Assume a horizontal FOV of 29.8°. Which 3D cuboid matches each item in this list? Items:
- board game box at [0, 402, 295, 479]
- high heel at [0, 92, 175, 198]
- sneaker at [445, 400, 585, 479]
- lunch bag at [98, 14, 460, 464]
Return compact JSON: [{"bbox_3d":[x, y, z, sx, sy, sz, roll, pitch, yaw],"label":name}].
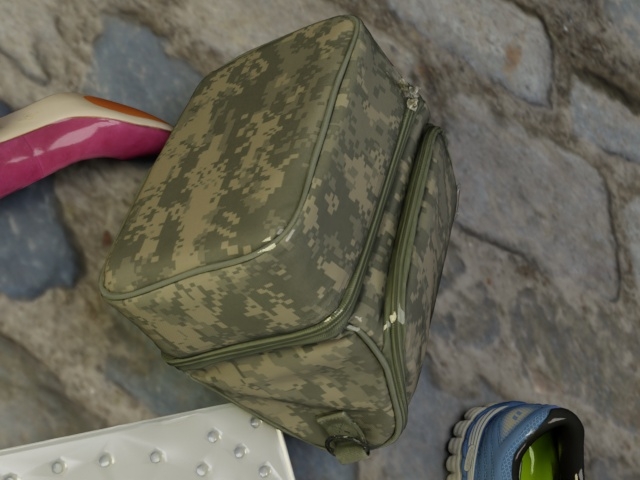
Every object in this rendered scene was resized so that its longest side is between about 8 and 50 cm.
[{"bbox_3d":[-0.165,0.343,0.900,0.390,0.050,0.389,-8,74,-31],"label":"board game box"},{"bbox_3d":[-0.229,-0.063,1.015,0.244,0.082,0.117,0,110,-46],"label":"high heel"},{"bbox_3d":[0.179,0.298,1.077,0.130,0.147,0.329,16,67,-26],"label":"sneaker"},{"bbox_3d":[0.000,0.000,1.014,0.256,0.213,0.305,51,39,-33],"label":"lunch bag"}]
